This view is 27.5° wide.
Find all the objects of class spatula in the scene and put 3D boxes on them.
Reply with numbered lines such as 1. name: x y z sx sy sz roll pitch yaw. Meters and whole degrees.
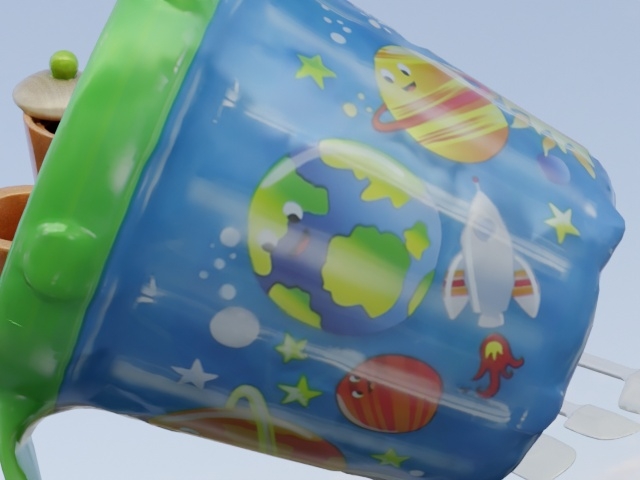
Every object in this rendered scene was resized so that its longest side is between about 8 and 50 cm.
1. spatula: 0.184 0.129 1.031 0.168 0.019 0.242 -26 12 -15

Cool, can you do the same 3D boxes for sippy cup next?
1. sippy cup: 0.000 0.000 0.580 0.224 0.240 0.305 22 -63 -5

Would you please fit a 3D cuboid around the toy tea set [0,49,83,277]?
1. toy tea set: -0.213 -0.032 0.739 0.200 0.336 0.124 9 -59 3
